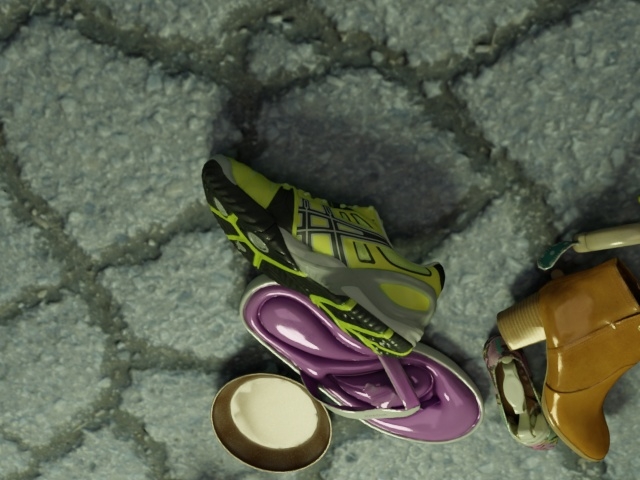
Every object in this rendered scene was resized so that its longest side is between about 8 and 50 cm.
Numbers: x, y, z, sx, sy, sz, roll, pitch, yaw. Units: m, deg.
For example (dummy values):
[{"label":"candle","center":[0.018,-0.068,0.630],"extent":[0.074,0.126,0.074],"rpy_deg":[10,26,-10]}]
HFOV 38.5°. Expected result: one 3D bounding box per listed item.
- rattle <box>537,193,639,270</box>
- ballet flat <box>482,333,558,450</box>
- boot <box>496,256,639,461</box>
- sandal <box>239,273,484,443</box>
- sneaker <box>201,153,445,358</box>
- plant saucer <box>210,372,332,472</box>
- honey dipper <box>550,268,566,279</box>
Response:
[{"label":"rattle","center":[0.376,-0.042,1.230],"extent":[0.200,0.130,0.142],"rpy_deg":[-9,104,42]},{"label":"ballet flat","center":[0.298,0.244,1.369],"extent":[0.077,0.079,0.221],"rpy_deg":[-18,111,17]},{"label":"boot","center":[0.404,0.174,1.286],"extent":[0.211,0.104,0.295],"rpy_deg":[-26,106,33]},{"label":"sandal","center":[0.053,0.202,1.375],"extent":[0.416,0.102,0.169],"rpy_deg":[30,116,-6]},{"label":"sneaker","center":[0.000,0.000,1.288],"extent":[0.385,0.145,0.147],"rpy_deg":[39,72,3]},{"label":"plant saucer","center":[-0.076,0.285,1.468],"extent":[0.199,0.036,0.198],"rpy_deg":[4,117,8]},{"label":"honey dipper","center":[0.401,0.080,1.304],"extent":[0.161,0.030,0.030],"rpy_deg":[23,116,1]}]
